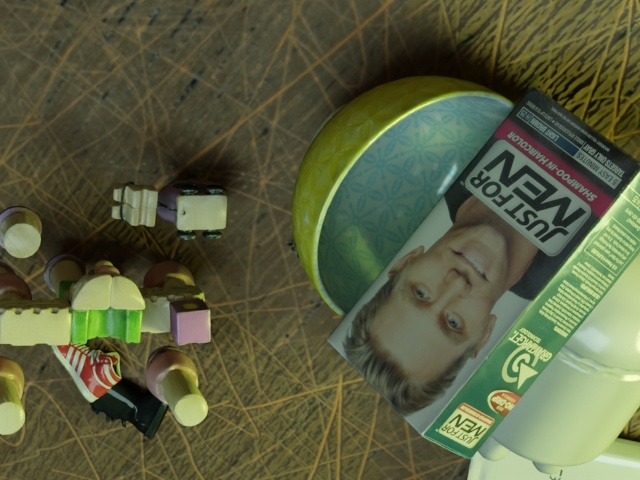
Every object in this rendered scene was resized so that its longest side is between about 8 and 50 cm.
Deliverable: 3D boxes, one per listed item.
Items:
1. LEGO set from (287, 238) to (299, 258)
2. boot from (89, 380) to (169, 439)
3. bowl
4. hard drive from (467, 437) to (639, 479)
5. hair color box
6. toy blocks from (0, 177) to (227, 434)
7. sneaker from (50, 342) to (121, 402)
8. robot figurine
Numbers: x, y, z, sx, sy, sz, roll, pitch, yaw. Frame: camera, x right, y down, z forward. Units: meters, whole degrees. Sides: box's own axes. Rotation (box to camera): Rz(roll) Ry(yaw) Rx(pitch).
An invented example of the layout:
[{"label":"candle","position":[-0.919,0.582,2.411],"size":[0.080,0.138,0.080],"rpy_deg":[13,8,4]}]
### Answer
[{"label":"LEGO set","position":[-0.002,-0.002,1.950],"size":[0.083,0.023,0.054],"rpy_deg":[-1,126,37]},{"label":"boot","position":[-0.252,0.209,2.193],"size":[0.099,0.045,0.121],"rpy_deg":[30,130,1]},{"label":"bowl","position":[0.075,-0.068,1.756],"size":[0.156,0.289,0.289],"rpy_deg":[44,148,43]},{"label":"hard drive","position":[0.361,0.342,2.077],"size":[0.353,0.047,0.233],"rpy_deg":[11,131,7]},{"label":"hair color box","position":[0.186,0.033,1.675],"size":[0.347,0.174,0.105],"rpy_deg":[-52,140,6]},{"label":"toy blocks","position":[-0.280,0.050,1.982],"size":[0.289,0.260,0.309],"rpy_deg":[0,107,-17]},{"label":"sneaker","position":[-0.312,0.150,2.163],"size":[0.067,0.042,0.118],"rpy_deg":[-33,93,12]},{"label":"robot figurine","position":[0.284,0.113,1.822],"size":[0.300,0.199,0.353],"rpy_deg":[13,133,-15]}]
